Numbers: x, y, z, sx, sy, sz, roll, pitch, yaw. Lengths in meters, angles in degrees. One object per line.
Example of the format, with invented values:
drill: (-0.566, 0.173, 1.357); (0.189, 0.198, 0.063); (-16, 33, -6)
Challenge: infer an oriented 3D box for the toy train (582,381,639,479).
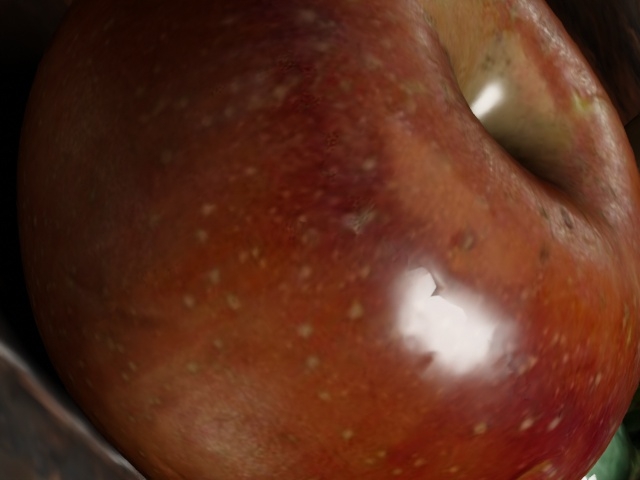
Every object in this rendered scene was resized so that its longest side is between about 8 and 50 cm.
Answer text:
toy train: (0.133, 0.162, 0.698); (0.272, 0.159, 0.188); (63, 20, -15)

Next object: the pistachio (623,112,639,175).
pistachio: (0.231, 0.049, 0.907); (0.238, 0.229, 0.321); (-118, -176, -56)

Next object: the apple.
apple: (0.000, 0.000, 0.546); (0.201, 0.162, 0.201); (37, 36, -33)
